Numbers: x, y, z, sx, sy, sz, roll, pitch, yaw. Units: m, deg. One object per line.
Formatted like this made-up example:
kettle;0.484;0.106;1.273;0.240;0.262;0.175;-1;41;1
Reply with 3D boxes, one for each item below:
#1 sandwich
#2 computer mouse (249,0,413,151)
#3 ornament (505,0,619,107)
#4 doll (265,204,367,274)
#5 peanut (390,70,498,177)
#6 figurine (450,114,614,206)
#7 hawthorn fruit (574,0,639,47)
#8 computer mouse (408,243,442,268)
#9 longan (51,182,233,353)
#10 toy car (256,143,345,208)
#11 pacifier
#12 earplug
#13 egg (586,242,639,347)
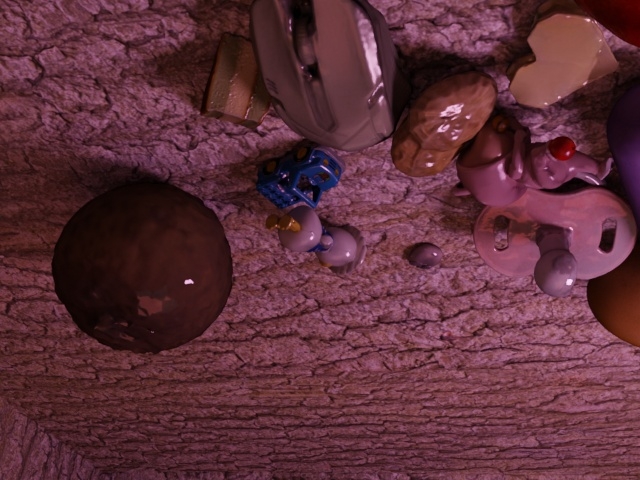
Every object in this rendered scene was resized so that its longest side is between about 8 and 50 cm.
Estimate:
sandwich;-0.152;-0.292;1.589;0.117;0.144;0.187;15;-178;-12
computer mouse;0.021;-0.266;1.450;0.228;0.145;0.429;1;152;19
ornament;0.420;-0.309;1.428;0.180;0.059;0.201;7;145;-7
doll;0.000;0.000;1.871;0.138;0.119;0.293;11;173;41
peanut;0.219;-0.205;1.524;0.197;0.110;0.233;-28;166;-30
figurine;0.372;-0.157;1.555;0.287;0.176;0.186;5;122;52
hawthorn fruit;0.443;-0.393;1.085;0.295;0.311;0.295;6;115;12
computer mouse;0.247;0.044;2.000;0.066;0.039;0.096;21;145;-20
longan;-0.372;0.064;1.835;0.391;0.391;0.391;5;147;3
toy car;-0.046;-0.119;1.751;0.191;0.100;0.097;-20;138;33
pacifier;0.481;-0.002;1.743;0.332;0.273;0.220;2;163;9
earplug;0.655;-0.111;1.562;0.215;0.215;0.456;-15;138;29
egg;0.746;0.120;1.842;0.322;0.250;0.250;7;148;17
